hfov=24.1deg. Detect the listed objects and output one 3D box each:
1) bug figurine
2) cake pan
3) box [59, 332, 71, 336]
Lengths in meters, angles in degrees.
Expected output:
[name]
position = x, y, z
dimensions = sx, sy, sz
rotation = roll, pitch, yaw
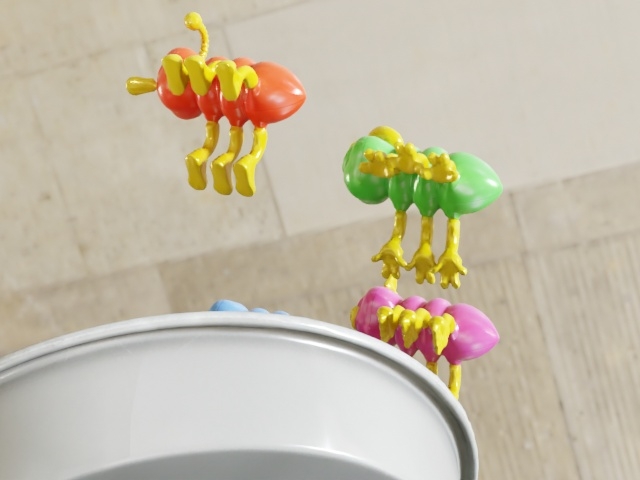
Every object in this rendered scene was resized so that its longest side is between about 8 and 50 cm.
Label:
[bug figurine]
position = 0.000, 0.000, 0.865
dimensions = 0.216, 0.279, 0.072
rotation = 14, 44, 21
[cake pan]
position = -0.065, 0.149, 0.649
dimensions = 0.293, 0.293, 0.054
rotation = -17, 47, -1
[box]
position = -0.211, 0.164, 0.997
dimensions = 0.093, 0.158, 0.156
rotation = -23, 0, 30
